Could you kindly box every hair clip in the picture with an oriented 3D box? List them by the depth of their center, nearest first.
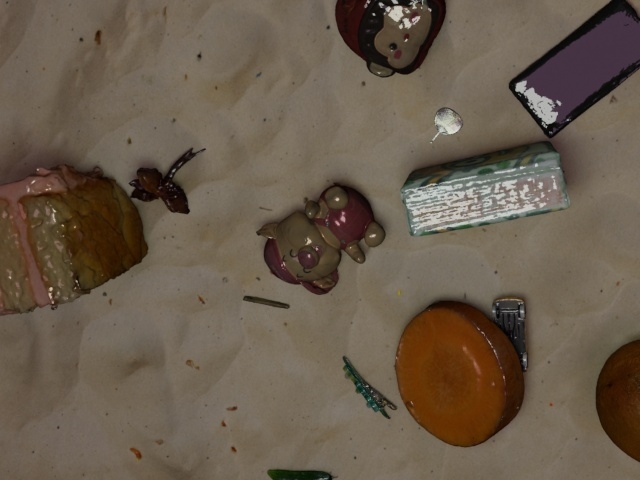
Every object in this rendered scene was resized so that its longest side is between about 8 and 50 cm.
[{"bbox_3d":[0.100,0.331,1.964,0.049,0.049,0.173,-42,92,14],"label":"hair clip"}]

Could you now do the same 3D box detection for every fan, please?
[{"bbox_3d":[0.257,-0.247,1.860,0.080,0.003,0.060,-22,95,12],"label":"fan"}]

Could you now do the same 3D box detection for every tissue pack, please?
[{"bbox_3d":[0.325,-0.103,1.760,0.311,0.228,0.127,-12,98,12],"label":"tissue pack"}]

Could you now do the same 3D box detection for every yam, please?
[{"bbox_3d":[-0.121,0.139,1.985,0.107,0.014,0.014,10,101,8],"label":"yam"}]

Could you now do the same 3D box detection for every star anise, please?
[{"bbox_3d":[-0.341,-0.147,1.949,0.141,0.158,0.144,15,69,-3],"label":"star anise"}]

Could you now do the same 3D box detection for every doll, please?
[{"bbox_3d":[-0.001,0.000,1.873,0.256,0.152,0.196,-38,79,18],"label":"doll"}]

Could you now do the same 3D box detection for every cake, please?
[{"bbox_3d":[-0.590,-0.006,1.898,0.307,0.314,0.293,-16,94,21],"label":"cake"}]

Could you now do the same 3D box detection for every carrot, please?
[{"bbox_3d":[0.288,0.277,1.860,0.258,0.100,0.307,-17,95,32],"label":"carrot"}]

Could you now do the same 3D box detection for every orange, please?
[{"bbox_3d":[0.682,0.326,1.761,0.264,0.264,0.264,2,100,9],"label":"orange"}]

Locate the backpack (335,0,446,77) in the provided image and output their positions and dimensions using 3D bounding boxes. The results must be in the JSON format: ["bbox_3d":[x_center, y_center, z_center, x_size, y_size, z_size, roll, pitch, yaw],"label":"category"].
[{"bbox_3d":[0.136,-0.455,1.783,0.229,0.139,0.229,7,119,13],"label":"backpack"}]

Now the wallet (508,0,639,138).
[{"bbox_3d":[0.533,-0.349,1.783,0.285,0.030,0.146,-39,88,15],"label":"wallet"}]

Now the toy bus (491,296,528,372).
[{"bbox_3d":[0.404,0.195,1.875,0.070,0.074,0.162,-2,101,17],"label":"toy bus"}]

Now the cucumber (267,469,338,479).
[{"bbox_3d":[-0.041,0.547,2.030,0.168,0.039,0.039,0,100,12],"label":"cucumber"}]
